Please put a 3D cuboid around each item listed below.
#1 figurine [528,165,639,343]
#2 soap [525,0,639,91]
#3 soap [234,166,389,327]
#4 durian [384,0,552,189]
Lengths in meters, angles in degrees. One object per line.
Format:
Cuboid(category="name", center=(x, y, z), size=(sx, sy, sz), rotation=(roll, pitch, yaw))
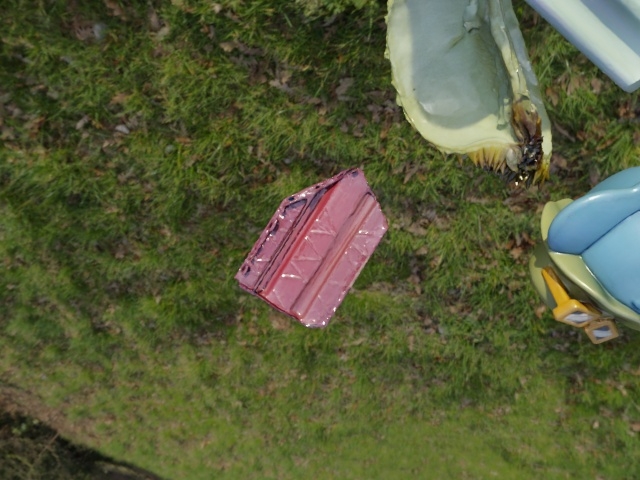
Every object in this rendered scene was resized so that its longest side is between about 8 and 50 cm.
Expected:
Cuboid(category="figurine", center=(0.294, -0.015, 0.396), size=(0.154, 0.180, 0.262), rotation=(58, 136, 21))
Cuboid(category="soap", center=(0.395, -0.325, 0.695), size=(0.289, 0.173, 0.095), rotation=(32, 129, -15))
Cuboid(category="soap", center=(0.000, 0.000, 0.766), size=(0.162, 0.099, 0.250), rotation=(34, 92, 2))
Cuboid(category="durian", center=(0.136, -0.161, 0.445), size=(0.144, 0.139, 0.252), rotation=(-12, 95, 9))
